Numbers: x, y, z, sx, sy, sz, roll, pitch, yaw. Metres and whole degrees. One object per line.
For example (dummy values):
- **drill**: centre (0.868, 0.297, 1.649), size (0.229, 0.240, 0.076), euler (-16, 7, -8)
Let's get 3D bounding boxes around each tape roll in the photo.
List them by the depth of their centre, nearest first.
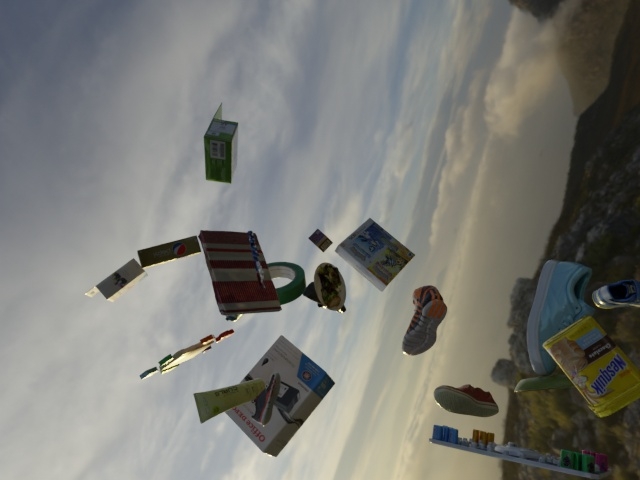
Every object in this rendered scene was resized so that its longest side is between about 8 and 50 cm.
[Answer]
- **tape roll**: centre (-0.234, 0.218, 2.246), size (0.321, 0.322, 0.077), euler (-51, -40, -56)

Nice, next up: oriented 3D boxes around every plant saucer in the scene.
- **plant saucer**: centre (0.723, 0.439, 1.356), size (0.241, 0.241, 0.037), euler (66, -161, -66)

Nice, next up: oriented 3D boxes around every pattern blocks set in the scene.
- **pattern blocks set**: centre (-0.491, 0.416, 1.623), size (0.285, 0.026, 0.325), euler (-35, -12, 15)

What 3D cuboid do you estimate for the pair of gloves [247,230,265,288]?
- **pair of gloves**: centre (-0.196, 0.061, 1.357), size (0.159, 0.023, 0.198), euler (-136, 34, -77)

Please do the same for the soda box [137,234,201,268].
- **soda box**: centre (-0.471, 0.036, 1.369), size (0.061, 0.182, 0.058), euler (-18, 89, 68)

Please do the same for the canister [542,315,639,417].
- **canister**: centre (0.573, 0.260, 0.920), size (0.126, 0.169, 0.073), euler (-38, -19, 11)

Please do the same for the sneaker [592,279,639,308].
- **sneaker**: centre (0.645, 0.108, 0.901), size (0.059, 0.144, 0.053), euler (65, -163, -58)

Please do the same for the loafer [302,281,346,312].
- **loafer**: centre (0.019, 0.256, 1.885), size (0.078, 0.223, 0.076), euler (-47, 30, 12)

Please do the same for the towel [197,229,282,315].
- **towel**: centre (-0.281, 0.108, 1.532), size (0.237, 0.328, 0.037), euler (3, -36, -41)

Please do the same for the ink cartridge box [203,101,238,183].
- **ink cartridge box**: centre (-0.348, -0.361, 1.608), size (0.255, 0.097, 0.188), euler (-84, 5, -46)

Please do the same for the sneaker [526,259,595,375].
- **sneaker**: centre (0.730, 0.233, 1.321), size (0.135, 0.150, 0.365), euler (21, -102, -35)

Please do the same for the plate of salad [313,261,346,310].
- **plate of salad**: centre (0.048, 0.181, 1.761), size (0.200, 0.048, 0.199), euler (25, -125, -41)

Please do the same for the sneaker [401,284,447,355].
- **sneaker**: centre (0.429, 0.328, 1.853), size (0.180, 0.125, 0.321), euler (-89, 20, -60)

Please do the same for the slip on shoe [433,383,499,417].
- **slip on shoe**: centre (0.580, 0.632, 1.771), size (0.123, 0.332, 0.101), euler (-50, 32, 35)

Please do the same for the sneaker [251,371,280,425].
- **sneaker**: centre (-0.171, 0.476, 1.339), size (0.061, 0.065, 0.157), euler (60, -137, -55)

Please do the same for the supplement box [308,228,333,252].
- **supplement box**: centre (0.000, 0.000, 1.659), size (0.055, 0.083, 0.043), euler (-46, -52, -1)

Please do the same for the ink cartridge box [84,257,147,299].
- **ink cartridge box**: centre (-0.666, 0.144, 1.446), size (0.181, 0.061, 0.104), euler (-40, 0, -19)

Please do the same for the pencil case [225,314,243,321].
- **pencil case**: centre (-0.315, 0.253, 1.679), size (0.151, 0.070, 0.064), euler (-48, 11, 43)

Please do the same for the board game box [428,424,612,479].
- **board game box**: centre (0.556, 0.574, 1.210), size (0.390, 0.390, 0.050), euler (32, -119, -48)

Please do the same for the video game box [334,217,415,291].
- **video game box**: centre (0.181, 0.042, 1.446), size (0.187, 0.205, 0.048), euler (-41, -15, -34)

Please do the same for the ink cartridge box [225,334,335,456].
- **ink cartridge box**: centre (-0.178, 0.654, 1.863), size (0.395, 0.286, 0.166), euler (-48, -32, -15)

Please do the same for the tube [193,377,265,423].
- **tube**: centre (-0.290, 0.509, 1.424), size (0.240, 0.070, 0.062), euler (-4, -64, -42)
